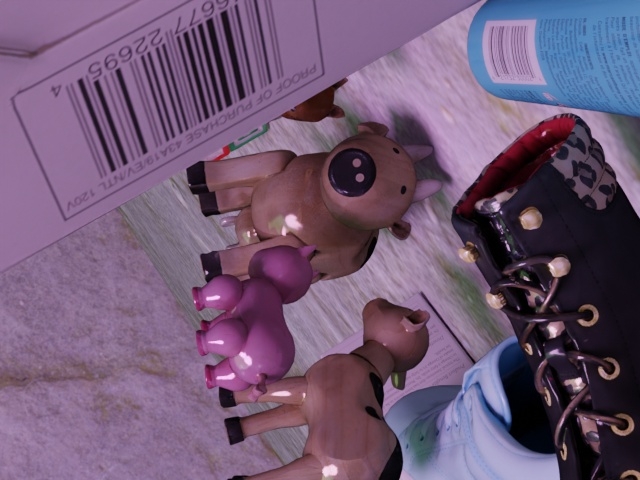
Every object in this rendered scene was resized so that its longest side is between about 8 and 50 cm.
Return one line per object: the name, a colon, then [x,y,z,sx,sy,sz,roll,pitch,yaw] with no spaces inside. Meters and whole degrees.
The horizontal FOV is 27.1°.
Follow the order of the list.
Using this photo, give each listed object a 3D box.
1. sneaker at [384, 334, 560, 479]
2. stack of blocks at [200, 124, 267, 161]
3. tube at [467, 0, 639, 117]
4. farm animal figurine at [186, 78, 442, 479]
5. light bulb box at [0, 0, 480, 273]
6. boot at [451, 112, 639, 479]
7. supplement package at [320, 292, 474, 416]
sneaker: [0.137,0.117,0.854,0.366,0.135,0.150,11,120,64]
stack of blocks: [-0.174,-0.223,1.253,0.297,0.087,0.171,49,164,34]
tube: [0.137,-0.079,0.551,0.080,0.052,0.207,53,165,-24]
farm animal figurine: [0.000,0.000,0.932,0.327,0.172,0.330,-110,11,-82]
light bulb box: [-0.148,-0.220,0.581,0.361,0.358,0.225,52,164,29]
boot: [0.109,0.066,0.573,0.085,0.236,0.179,-25,107,40]
supplement package: [0.090,0.155,1.109,0.179,0.105,0.105,54,166,19]
